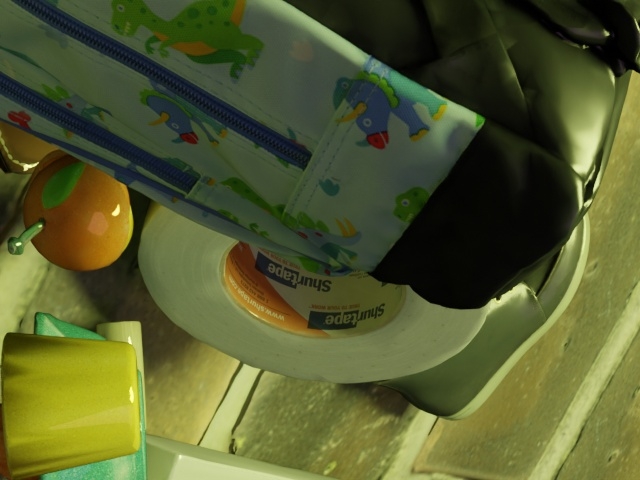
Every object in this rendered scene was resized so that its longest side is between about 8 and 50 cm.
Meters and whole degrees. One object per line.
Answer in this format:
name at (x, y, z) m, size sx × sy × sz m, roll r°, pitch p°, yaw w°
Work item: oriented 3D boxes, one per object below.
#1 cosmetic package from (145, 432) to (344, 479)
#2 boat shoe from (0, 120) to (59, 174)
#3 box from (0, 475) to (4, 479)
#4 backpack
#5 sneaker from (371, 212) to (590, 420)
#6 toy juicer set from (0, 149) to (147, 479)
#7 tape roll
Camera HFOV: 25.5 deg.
cosmetic package at (-0.060, 0.313, 1.079) m, size 0.377 × 0.097 × 0.284 m, roll 24°, pitch 80°, yaw -51°
boat shoe at (-0.053, -0.145, 0.802) m, size 0.324 × 0.120 × 0.122 m, roll -39°, pitch 138°, yaw -20°
box at (-0.295, 0.178, 0.734) m, size 0.275 × 0.094 × 0.113 m, roll -49°, pitch 144°, yaw -37°
backpack at (-0.052, -0.150, 0.624) m, size 0.355 × 0.273 × 0.290 m, roll 32°, pitch 52°, yaw -15°
sneaker at (0.131, 0.044, 1.150) m, size 0.118 × 0.083 × 0.222 m, roll 26°, pitch 97°, yaw -50°
toy juicer set at (-0.146, 0.075, 0.807) m, size 0.089 × 0.209 × 0.329 m, roll -4°, pitch 152°, yaw -6°
tape roll at (0.000, 0.000, 0.882) m, size 0.219 × 0.219 × 0.072 m, roll 67°, pitch 25°, yaw -46°
